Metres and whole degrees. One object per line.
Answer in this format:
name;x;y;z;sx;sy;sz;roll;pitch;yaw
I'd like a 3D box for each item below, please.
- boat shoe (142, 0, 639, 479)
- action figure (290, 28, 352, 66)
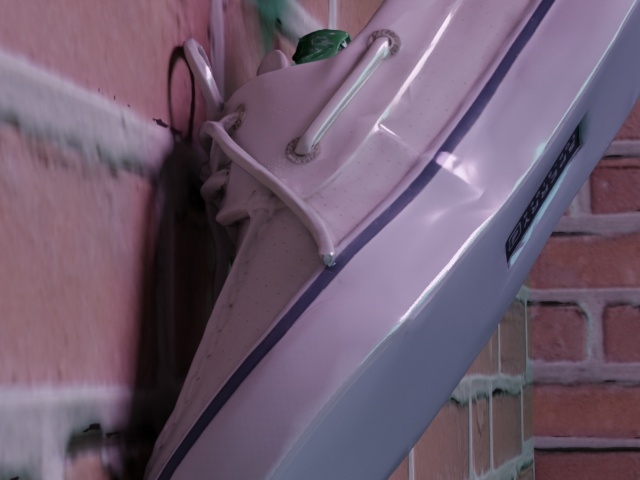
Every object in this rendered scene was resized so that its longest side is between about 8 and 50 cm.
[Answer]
boat shoe;0.005;-0.028;0.712;0.367;0.156;0.136;-55;159;-20
action figure;0.000;0.000;0.856;0.137;0.063;0.232;54;32;-65
